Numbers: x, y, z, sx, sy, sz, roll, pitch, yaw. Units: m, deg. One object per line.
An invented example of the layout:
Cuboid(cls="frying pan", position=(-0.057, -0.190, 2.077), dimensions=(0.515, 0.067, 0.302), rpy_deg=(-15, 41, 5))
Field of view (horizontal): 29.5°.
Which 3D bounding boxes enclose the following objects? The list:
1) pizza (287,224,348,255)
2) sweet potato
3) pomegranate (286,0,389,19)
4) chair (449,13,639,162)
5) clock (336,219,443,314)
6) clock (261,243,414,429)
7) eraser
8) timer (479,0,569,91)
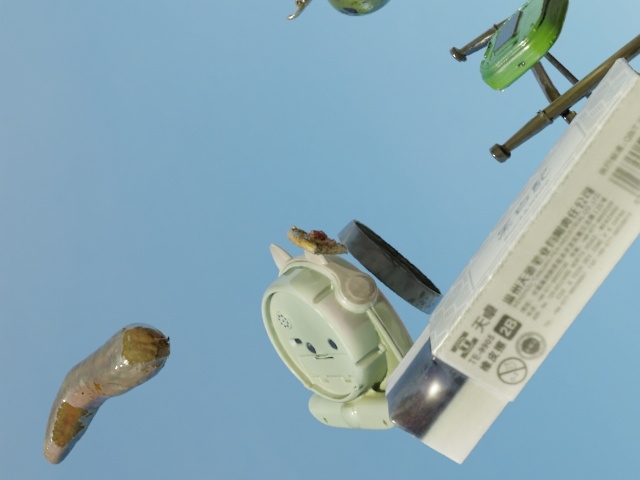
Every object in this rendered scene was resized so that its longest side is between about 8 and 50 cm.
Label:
Cuboid(cls="pizza", position=(0.000, -0.001, 1.476), dimensions=(0.078, 0.025, 0.083), rpy_deg=(9, -169, -27))
Cuboid(cls="sweet potato", position=(-0.255, 0.166, 1.401), dimensions=(0.062, 0.233, 0.081), rpy_deg=(29, -149, -30))
Cuboid(cls="pomegranate", position=(0.023, -0.319, 1.456), dimensions=(0.122, 0.161, 0.122), rpy_deg=(63, 179, 1))
Cuboid(cls="chair", position=(0.472, -0.235, 1.690), dimensions=(0.364, 0.410, 0.362), rpy_deg=(36, -158, -22))
Cuboid(cls="clock", position=(0.122, 0.044, 2.112), dimensions=(0.215, 0.042, 0.215), rpy_deg=(39, -173, -6))
Cuboid(cls="clock", position=(0.017, 0.145, 1.932), dimensions=(0.108, 0.265, 0.324), rpy_deg=(-35, -79, -28))
Cuboid(cls="eraser", position=(0.209, 0.025, 1.157), dimensions=(0.098, 0.404, 0.096), rpy_deg=(31, -161, -8))
Cuboid(cls="timer", position=(0.260, -0.260, 1.557), dimensions=(0.047, 0.128, 0.140), rpy_deg=(39, -138, -13))
